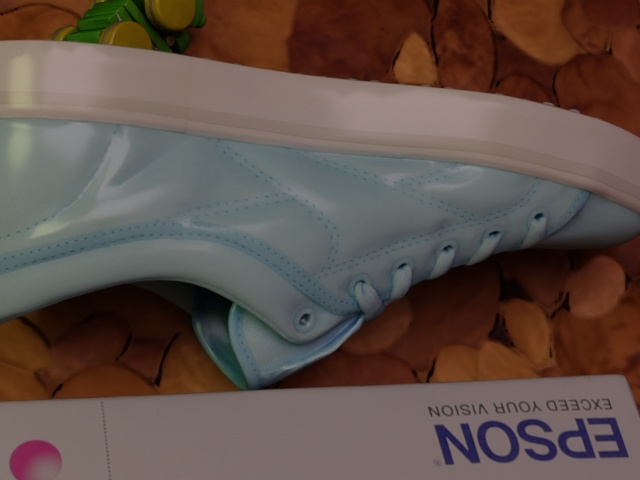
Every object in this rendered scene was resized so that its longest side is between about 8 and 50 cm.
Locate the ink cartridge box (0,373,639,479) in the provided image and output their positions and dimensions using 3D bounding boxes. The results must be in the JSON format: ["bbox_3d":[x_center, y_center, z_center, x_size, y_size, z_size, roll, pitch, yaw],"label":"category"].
[{"bbox_3d":[0.021,0.211,0.529,0.324,0.071,0.330,-1,53,-18],"label":"ink cartridge box"}]

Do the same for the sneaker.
[{"bbox_3d":[0.000,0.000,0.648,0.366,0.135,0.150,5,87,-17],"label":"sneaker"}]

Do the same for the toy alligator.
[{"bbox_3d":[-0.086,-0.120,0.712,0.189,0.056,0.051,-53,128,-33],"label":"toy alligator"}]
